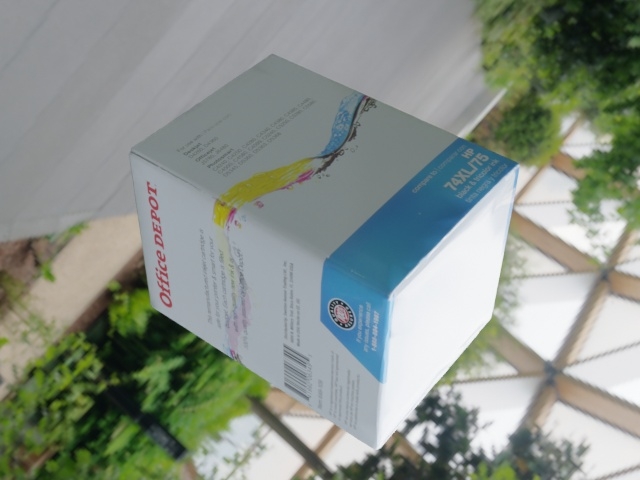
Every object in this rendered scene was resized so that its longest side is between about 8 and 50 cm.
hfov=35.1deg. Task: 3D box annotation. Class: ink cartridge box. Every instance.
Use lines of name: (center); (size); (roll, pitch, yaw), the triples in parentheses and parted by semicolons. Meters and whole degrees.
ink cartridge box: (0.000, 0.000, 0.898); (0.197, 0.270, 0.198); (-42, 149, -35)
